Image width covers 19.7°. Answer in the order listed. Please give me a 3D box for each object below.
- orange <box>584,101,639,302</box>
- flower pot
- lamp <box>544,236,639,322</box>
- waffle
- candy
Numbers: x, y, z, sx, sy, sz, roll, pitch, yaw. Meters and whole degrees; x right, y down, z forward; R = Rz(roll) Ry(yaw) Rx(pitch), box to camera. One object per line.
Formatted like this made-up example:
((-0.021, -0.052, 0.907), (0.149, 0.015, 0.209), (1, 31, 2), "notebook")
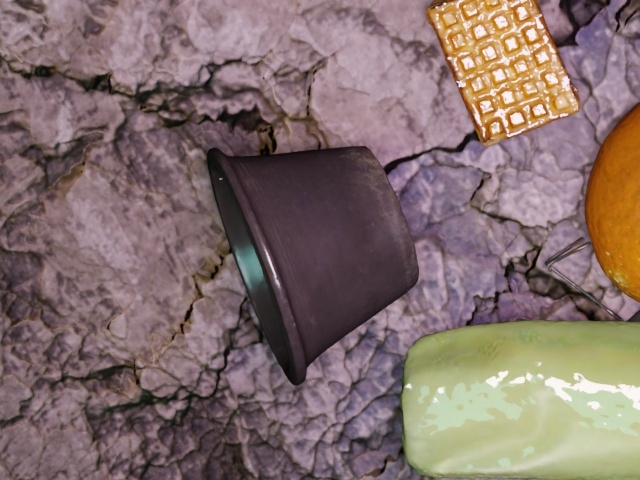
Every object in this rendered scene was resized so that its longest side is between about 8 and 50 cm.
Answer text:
((0.333, -0.061, 1.648), (0.237, 0.179, 0.158), (-41, 104, 20), "orange")
((0.000, 0.000, 1.711), (0.148, 0.235, 0.235), (-22, 96, -8), "flower pot")
((0.270, 0.054, 1.753), (0.054, 0.041, 0.121), (-37, 96, 22), "lamp")
((0.172, -0.172, 1.723), (0.102, 0.042, 0.148), (-23, 95, 10), "waffle")
((0.247, 0.151, 1.716), (0.343, 0.132, 0.142), (-1, 136, 9), "candy")
